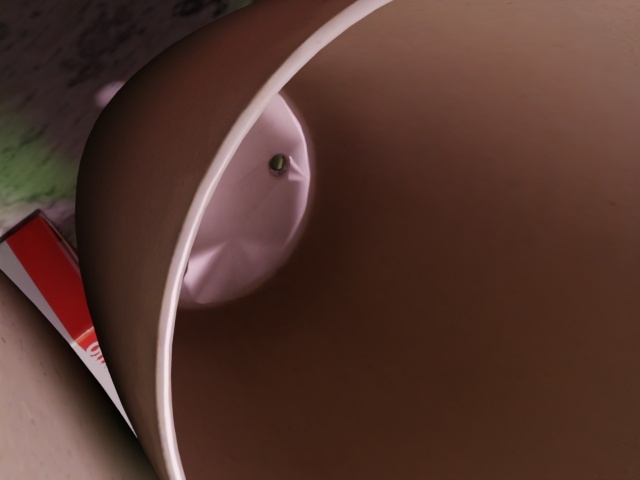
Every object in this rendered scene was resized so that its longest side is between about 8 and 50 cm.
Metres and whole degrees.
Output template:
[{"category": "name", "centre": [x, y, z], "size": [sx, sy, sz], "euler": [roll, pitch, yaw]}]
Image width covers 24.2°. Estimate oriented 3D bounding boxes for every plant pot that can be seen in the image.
[{"category": "plant pot", "centre": [0.000, 0.000, 0.627], "size": [0.256, 0.274, 0.257], "euler": [-8, 106, -27]}]

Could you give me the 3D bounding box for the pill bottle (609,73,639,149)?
[{"category": "pill bottle", "centre": [0.242, -0.200, 0.729], "size": [0.407, 0.229, 0.229], "euler": [-33, 155, -14]}]

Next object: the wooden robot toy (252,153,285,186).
[{"category": "wooden robot toy", "centre": [-0.018, -0.049, 0.853], "size": [0.173, 0.076, 0.079], "euler": [32, 72, -64]}]

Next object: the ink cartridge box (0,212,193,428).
[{"category": "ink cartridge box", "centre": [-0.164, 0.076, 0.815], "size": [0.231, 0.078, 0.134], "euler": [-37, 156, -4]}]

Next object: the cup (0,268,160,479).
[{"category": "cup", "centre": [-0.237, 0.071, 0.486], "size": [0.331, 0.331, 0.237], "euler": [-31, 128, -18]}]
